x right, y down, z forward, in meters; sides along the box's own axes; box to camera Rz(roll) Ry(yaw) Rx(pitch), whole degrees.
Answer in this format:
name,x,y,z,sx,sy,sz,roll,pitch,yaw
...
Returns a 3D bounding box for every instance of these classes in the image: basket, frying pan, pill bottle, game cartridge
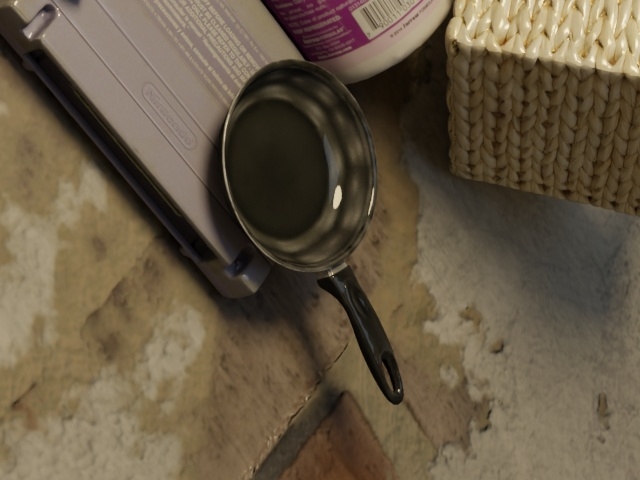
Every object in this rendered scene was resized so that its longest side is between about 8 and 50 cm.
name,x,y,z,sx,sy,sz,roll,pitch,yaw
basket,0.282,-0.234,1.757,0.331,0.266,0.328,79,23,-67
frying pan,0.012,-0.023,1.626,0.326,0.053,0.197,52,52,-28
pill bottle,-0.015,-0.309,1.643,0.301,0.169,0.169,53,51,-25
game cartridge,-0.124,-0.149,1.589,0.355,0.068,0.230,52,48,-25
